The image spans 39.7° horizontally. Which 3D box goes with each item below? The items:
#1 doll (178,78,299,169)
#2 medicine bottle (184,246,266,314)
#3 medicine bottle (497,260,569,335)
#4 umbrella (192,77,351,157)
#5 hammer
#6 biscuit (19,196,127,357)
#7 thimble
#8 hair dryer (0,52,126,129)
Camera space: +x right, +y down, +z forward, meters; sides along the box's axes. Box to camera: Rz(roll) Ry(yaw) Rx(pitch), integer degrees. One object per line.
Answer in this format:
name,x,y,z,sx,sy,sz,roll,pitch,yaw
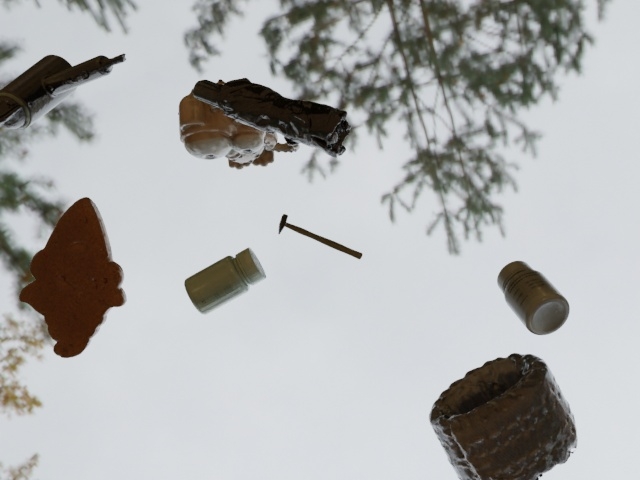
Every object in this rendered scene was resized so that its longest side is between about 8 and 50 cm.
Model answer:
doll,-0.136,-0.178,1.465,0.154,0.278,0.119,-8,-102,15
medicine bottle,-0.106,0.045,0.983,0.083,0.047,0.047,-28,-138,3
medicine bottle,0.352,0.093,1.484,0.080,0.080,0.130,-25,-148,-3
umbrella,-0.068,-0.173,1.165,0.236,0.066,0.059,24,-157,27
hammer,0.000,0.000,1.959,0.199,0.013,0.062,23,-139,-5
biscuit,-0.416,0.063,1.504,0.183,0.280,0.043,8,-174,1
thimble,0.321,0.320,1.541,0.236,0.172,0.205,-32,-172,-32
hair dryer,-0.424,-0.256,1.450,0.248,0.078,0.195,-14,-152,32
